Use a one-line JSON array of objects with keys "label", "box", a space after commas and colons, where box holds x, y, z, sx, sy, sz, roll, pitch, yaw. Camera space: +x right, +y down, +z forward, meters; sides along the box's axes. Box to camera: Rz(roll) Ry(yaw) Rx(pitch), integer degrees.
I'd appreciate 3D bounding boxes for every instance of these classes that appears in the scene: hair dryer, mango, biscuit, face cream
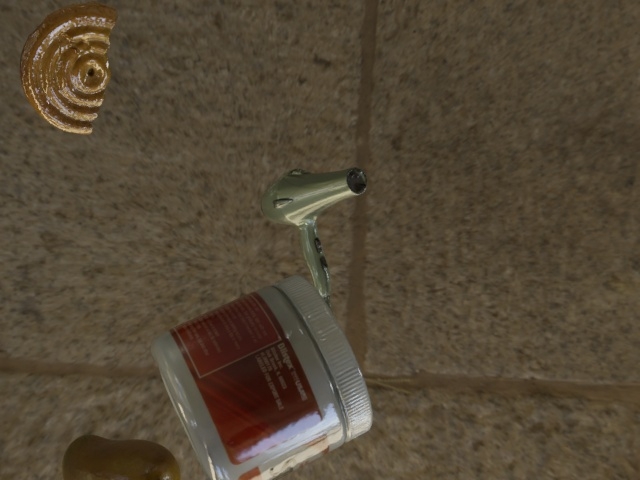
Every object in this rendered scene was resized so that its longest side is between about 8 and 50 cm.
[{"label": "hair dryer", "box": [0.009, -0.025, 1.304, 0.088, 0.219, 0.225, -17, 72, -37]}, {"label": "mango", "box": [-0.303, 0.347, 1.273, 0.136, 0.227, 0.099, -40, 126, -41]}, {"label": "biscuit", "box": [-0.414, -0.285, 1.401, 0.144, 0.033, 0.224, 8, 113, -31]}, {"label": "face cream", "box": [-0.068, 0.163, 0.961, 0.187, 0.201, 0.201, -24, 90, -14]}]
